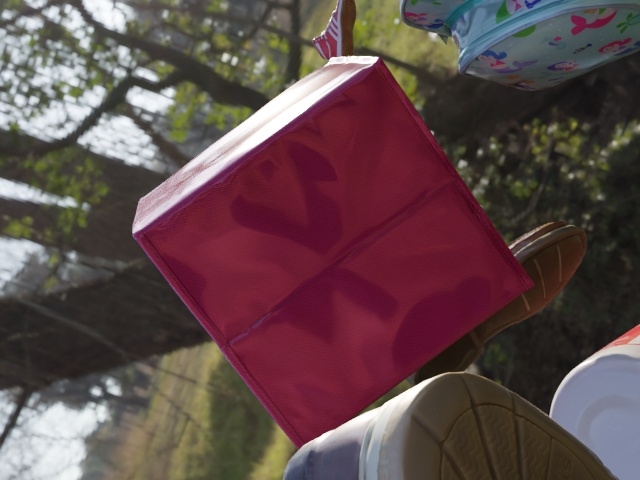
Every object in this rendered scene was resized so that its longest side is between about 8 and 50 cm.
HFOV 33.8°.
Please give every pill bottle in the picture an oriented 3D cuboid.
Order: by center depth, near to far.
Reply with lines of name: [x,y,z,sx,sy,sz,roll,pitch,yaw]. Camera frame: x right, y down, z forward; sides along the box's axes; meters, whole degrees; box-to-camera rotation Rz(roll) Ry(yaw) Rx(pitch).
pill bottle: [0.497,0.198,1.380,0.408,0.229,0.229,-19,-39,-45]

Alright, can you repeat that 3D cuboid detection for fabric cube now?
fabric cube: [0.000,0.000,1.016,0.258,0.259,0.254,-36,12,-2]

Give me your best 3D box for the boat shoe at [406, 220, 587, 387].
boat shoe: [0.203,0.063,1.355,0.307,0.104,0.110,-35,-48,-15]

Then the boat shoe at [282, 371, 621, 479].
boat shoe: [0.101,0.152,0.450,0.092,0.285,0.102,-16,45,46]

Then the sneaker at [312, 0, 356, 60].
sneaker: [0.023,-0.354,1.749,0.042,0.067,0.118,-14,-67,-46]

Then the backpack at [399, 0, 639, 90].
backpack: [0.183,-0.242,0.900,0.225,0.254,0.191,-20,69,41]
